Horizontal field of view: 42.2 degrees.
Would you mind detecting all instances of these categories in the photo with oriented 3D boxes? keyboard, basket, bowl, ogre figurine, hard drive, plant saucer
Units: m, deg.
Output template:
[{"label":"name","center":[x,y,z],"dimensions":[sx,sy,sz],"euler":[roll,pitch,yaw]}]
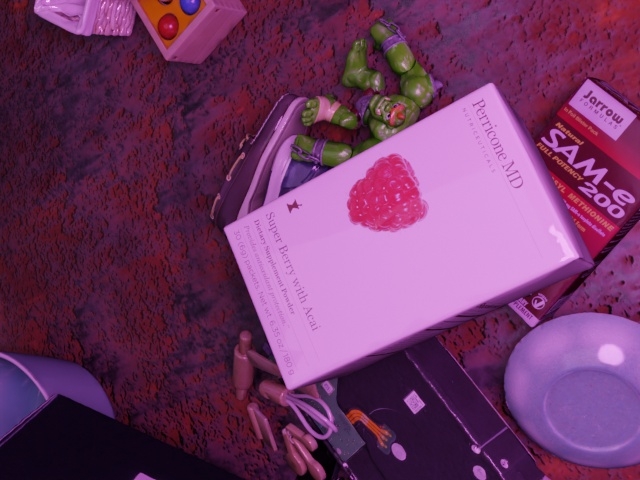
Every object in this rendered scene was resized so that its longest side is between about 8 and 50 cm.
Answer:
[{"label":"keyboard","center":[0.003,0.352,1.132],"dimensions":[0.100,0.038,0.192],"euler":[36,117,50]},{"label":"basket","center":[-0.328,-0.388,1.207],"dimensions":[0.113,0.103,0.167],"euler":[29,110,27]},{"label":"bowl","center":[-0.446,0.315,1.332],"dimensions":[0.311,0.163,0.311],"euler":[4,97,33]},{"label":"ogre figurine","center":[0.062,-0.159,0.987],"dimensions":[0.118,0.097,0.197],"euler":[33,68,17]},{"label":"hard drive","center":[0.081,0.199,0.999],"dimensions":[0.339,0.064,0.237],"euler":[51,137,17]},{"label":"plant saucer","center":[0.290,0.171,0.877],"dimensions":[0.195,0.037,0.195],"euler":[8,115,17]}]

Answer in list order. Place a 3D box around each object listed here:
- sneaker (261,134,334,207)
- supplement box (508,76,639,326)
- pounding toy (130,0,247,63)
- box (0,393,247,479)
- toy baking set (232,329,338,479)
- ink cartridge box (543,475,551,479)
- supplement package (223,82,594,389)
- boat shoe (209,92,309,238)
[{"label":"sneaker","center":[-0.001,0.000,1.053],"dimensions":[0.163,0.086,0.226],"euler":[26,115,24]},{"label":"supplement box","center":[0.264,-0.039,0.884],"dimensions":[0.130,0.073,0.239],"euler":[44,116,21]},{"label":"pounding toy","center":[-0.204,-0.327,1.135],"dimensions":[0.130,0.100,0.141],"euler":[-40,74,29]},{"label":"box","center":[-0.251,0.536,1.056],"dimensions":[0.480,0.297,0.471],"euler":[23,111,6]},{"label":"toy baking set","center":[-0.049,0.208,1.078],"dimensions":[0.197,0.030,0.256],"euler":[40,146,28]},{"label":"ink cartridge box","center":[0.266,0.336,0.939],"dimensions":[0.122,0.052,0.088],"euler":[37,113,23]},{"label":"supplement package","center":[0.090,0.005,0.818],"dimensions":[0.293,0.175,0.177],"euler":[-28,76,19]},{"label":"boat shoe","center":[-0.085,-0.100,1.097],"dimensions":[0.069,0.081,0.227],"euler":[36,116,20]}]
